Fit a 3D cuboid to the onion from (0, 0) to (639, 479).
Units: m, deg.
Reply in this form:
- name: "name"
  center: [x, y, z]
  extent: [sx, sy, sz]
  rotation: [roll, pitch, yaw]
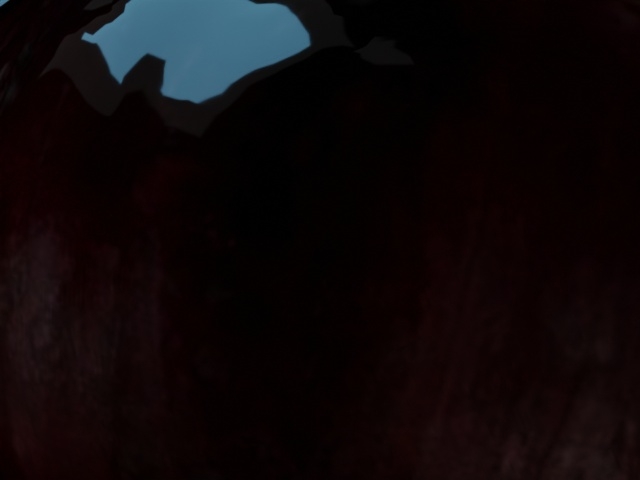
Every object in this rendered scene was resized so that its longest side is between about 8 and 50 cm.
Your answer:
- name: "onion"
  center: [0.045, 0.053, 0.544]
  extent: [0.348, 0.285, 0.347]
  rotation: [9, 3, 0]
